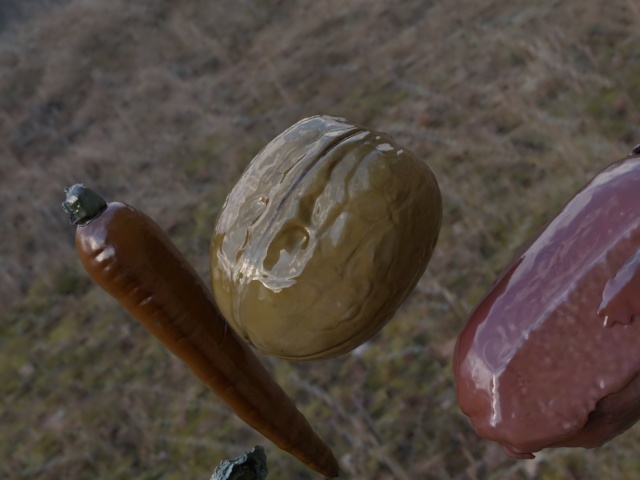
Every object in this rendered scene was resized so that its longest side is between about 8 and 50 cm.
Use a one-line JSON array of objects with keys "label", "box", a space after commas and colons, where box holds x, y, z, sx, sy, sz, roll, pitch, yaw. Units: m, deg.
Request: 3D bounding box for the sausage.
[{"label": "sausage", "box": [0.213, 0.039, 1.093, 0.279, 0.152, 0.152, -47, 16, 5]}]

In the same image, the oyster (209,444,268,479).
[{"label": "oyster", "box": [-0.111, 0.309, 1.950, 0.100, 0.098, 0.037, -20, 37, -40]}]

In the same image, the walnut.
[{"label": "walnut", "box": [0.000, 0.000, 1.195, 0.197, 0.165, 0.165, -49, 18, -4]}]

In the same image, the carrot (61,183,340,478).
[{"label": "carrot", "box": [-0.096, 0.081, 1.249, 0.069, 0.336, 0.069, -36, 16, 12]}]
